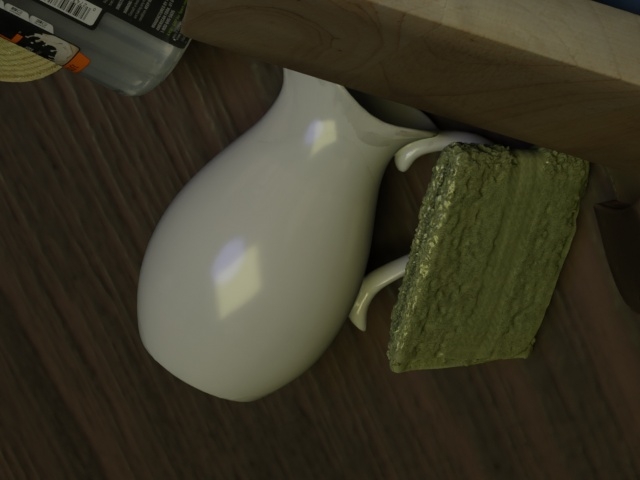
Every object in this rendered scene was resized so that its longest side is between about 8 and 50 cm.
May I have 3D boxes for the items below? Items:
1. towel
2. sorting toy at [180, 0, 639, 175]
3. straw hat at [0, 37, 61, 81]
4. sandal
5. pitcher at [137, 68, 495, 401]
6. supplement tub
[{"bbox_3d":[0.095,0.010,0.869,0.027,0.110,0.148,44,129,49],"label":"towel"},{"bbox_3d":[0.078,-0.106,0.637,0.255,0.257,0.089,16,89,-7],"label":"sorting toy"},{"bbox_3d":[-0.203,-0.157,0.919,0.144,0.061,0.144,6,110,17],"label":"straw hat"},{"bbox_3d":[0.186,-0.083,0.822,0.079,0.088,0.240,-14,97,-13],"label":"sandal"},{"bbox_3d":[0.000,0.000,0.887,0.177,0.125,0.207,28,104,-10],"label":"pitcher"},{"bbox_3d":[-0.159,-0.168,0.835,0.190,0.117,0.117,25,117,-20],"label":"supplement tub"}]
